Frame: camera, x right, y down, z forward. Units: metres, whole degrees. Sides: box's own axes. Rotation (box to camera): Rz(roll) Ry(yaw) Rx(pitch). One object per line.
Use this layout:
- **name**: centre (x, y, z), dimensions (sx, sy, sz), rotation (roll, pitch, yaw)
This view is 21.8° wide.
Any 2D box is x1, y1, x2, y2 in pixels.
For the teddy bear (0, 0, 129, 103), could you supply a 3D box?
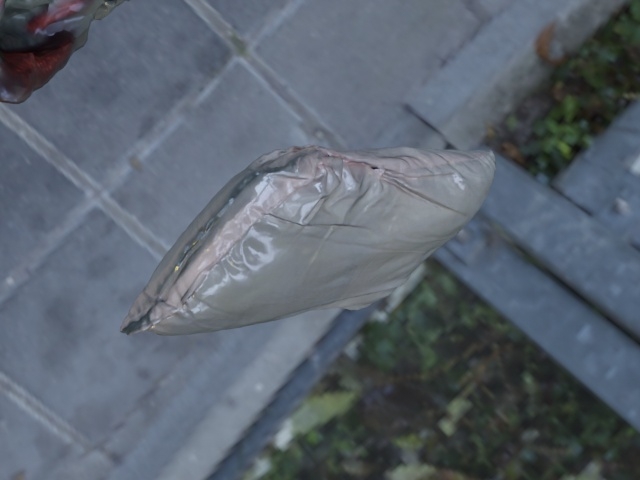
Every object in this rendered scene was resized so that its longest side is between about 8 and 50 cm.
- **teddy bear**: centre (-0.128, -0.179, 0.872), dimensions (0.357, 0.367, 0.224), rotation (-36, 92, 26)

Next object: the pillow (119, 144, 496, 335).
- **pillow**: centre (0.000, 0.000, 1.143), dimensions (0.270, 0.067, 0.173), rotation (-3, 139, -53)
